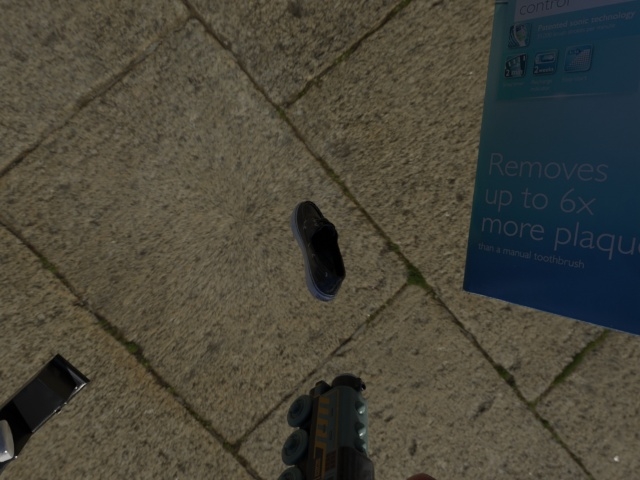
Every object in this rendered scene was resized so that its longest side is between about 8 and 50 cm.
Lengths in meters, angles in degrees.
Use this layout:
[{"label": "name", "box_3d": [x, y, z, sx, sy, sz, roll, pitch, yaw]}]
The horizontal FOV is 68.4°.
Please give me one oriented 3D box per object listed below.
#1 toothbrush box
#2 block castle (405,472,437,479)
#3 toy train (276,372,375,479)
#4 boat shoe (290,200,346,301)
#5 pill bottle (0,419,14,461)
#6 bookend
[{"label": "toothbrush box", "box_3d": [0.233, -0.091, 0.307, 0.126, 0.216, 0.296, -3, 102, -44]}, {"label": "block castle", "box_3d": [0.147, 0.588, 0.612, 0.212, 0.302, 0.454, 14, 93, -47]}, {"label": "toy train", "box_3d": [0.020, 0.427, 0.968, 0.190, 0.334, 0.142, -36, 113, 25]}, {"label": "boat shoe", "box_3d": [0.000, 0.000, 0.863, 0.080, 0.229, 0.076, 15, 133, -25]}, {"label": "pill bottle", "box_3d": [-0.284, 0.167, 0.357, 0.083, 0.043, 0.044, -14, 95, -26]}, {"label": "bookend", "box_3d": [-0.446, 0.271, 0.702, 0.157, 0.156, 0.072, -44, 104, -7]}]
